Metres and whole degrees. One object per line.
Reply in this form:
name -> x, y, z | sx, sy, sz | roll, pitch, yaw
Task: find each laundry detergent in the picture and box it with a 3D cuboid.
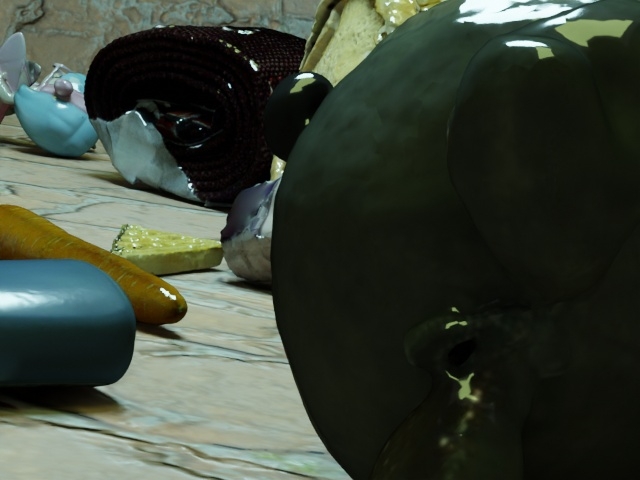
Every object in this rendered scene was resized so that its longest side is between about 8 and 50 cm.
laundry detergent -> -0.193, 0.041, 0.821 | 0.206, 0.061, 0.096 | 1, 18, -39

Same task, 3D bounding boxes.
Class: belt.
belt -> -0.104, -0.134, 1.809 | 0.289, 0.184, 0.164 | 15, 18, 43

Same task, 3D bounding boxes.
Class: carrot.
carrot -> -0.157, 0.016, 1.132 | 0.043, 0.043, 0.248 | 2, 11, -38

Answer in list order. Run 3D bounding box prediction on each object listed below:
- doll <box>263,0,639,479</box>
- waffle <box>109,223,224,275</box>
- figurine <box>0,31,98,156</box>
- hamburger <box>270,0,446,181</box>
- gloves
doll -> 0.159, 0.014, 0.697 | 0.378, 0.252, 0.382 | 9, 13, 12
waffle -> -0.145, 0.007, 1.291 | 0.097, 0.023, 0.152 | 10, 8, 27
figurine -> -0.343, -0.148, 2.128 | 0.260, 0.103, 0.205 | 12, -28, 44
hamburger -> 0.057, -0.094, 1.420 | 0.146, 0.243, 0.286 | 8, -5, -20
gloves -> 0.000, -0.006, 1.264 | 0.144, 0.110, 0.094 | 16, -31, 46
